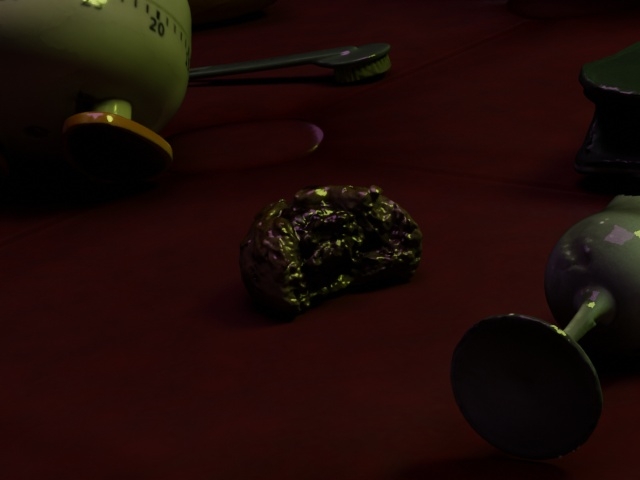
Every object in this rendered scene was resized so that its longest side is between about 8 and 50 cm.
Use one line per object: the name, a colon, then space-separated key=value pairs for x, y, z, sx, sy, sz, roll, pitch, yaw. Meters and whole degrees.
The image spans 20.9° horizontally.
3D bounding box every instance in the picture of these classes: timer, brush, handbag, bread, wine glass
timer: x=-0.212 y=-0.165 z=1.331 sx=0.233 sy=0.240 sz=0.233 roll=0 pitch=-23 yaw=0
brush: x=-0.062 y=-0.153 z=1.573 sx=0.266 sy=0.027 sz=0.062 roll=-4 pitch=19 yaw=21
handbag: x=0.329 y=-0.102 z=1.200 sx=0.247 sy=0.079 sz=0.260 roll=7 pitch=21 yaw=30
bread: x=0.000 y=0.000 z=1.054 sx=0.113 sy=0.060 sz=0.082 roll=-20 pitch=25 yaw=-28
wine glass: x=0.140 y=0.035 z=0.878 sx=0.079 sy=0.079 sz=0.195 roll=4 pitch=23 yaw=29

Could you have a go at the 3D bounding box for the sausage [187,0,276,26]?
sausage: x=-0.181 y=-0.276 z=1.808 sx=0.304 sy=0.121 sz=0.121 roll=-11 pitch=20 yaw=-8
